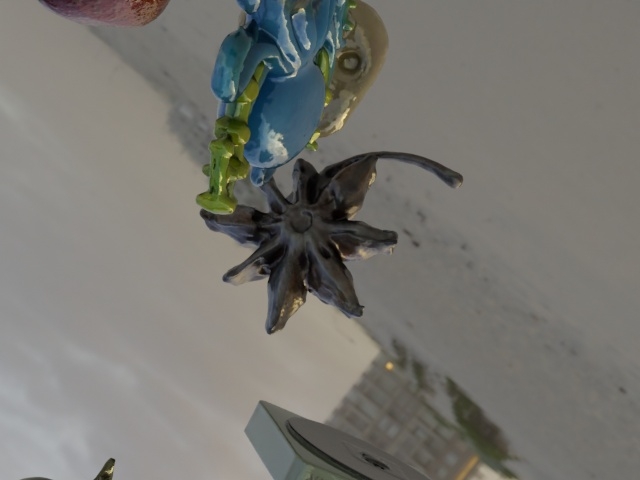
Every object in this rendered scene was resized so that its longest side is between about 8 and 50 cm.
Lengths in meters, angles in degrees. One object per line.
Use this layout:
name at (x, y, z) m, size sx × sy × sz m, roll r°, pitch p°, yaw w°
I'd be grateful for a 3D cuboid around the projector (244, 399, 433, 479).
projector at (0.045, 0.298, 1.463) m, size 0.257 × 0.079 × 0.259 m, roll 26°, pitch -179°, yaw -15°

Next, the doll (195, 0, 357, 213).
doll at (-0.053, -0.193, 1.250) m, size 0.098 × 0.341 × 0.346 m, roll 16°, pitch -145°, yaw 15°

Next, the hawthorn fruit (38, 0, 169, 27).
hawthorn fruit at (-0.281, -0.368, 1.495) m, size 0.215 × 0.215 × 0.249 m, roll 39°, pitch -167°, yaw 24°

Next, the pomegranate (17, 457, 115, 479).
pomegranate at (-0.291, 0.327, 1.330) m, size 0.148 × 0.169 × 0.149 m, roll -13°, pitch -90°, yaw -73°

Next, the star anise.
star anise at (0.000, 0.000, 1.769) m, size 0.359 × 0.316 × 0.139 m, roll 14°, pitch 168°, yaw 10°

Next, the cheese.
cheese at (-0.020, -0.257, 1.692) m, size 0.218 × 0.235 × 0.117 m, roll 55°, pitch -169°, yaw -11°
